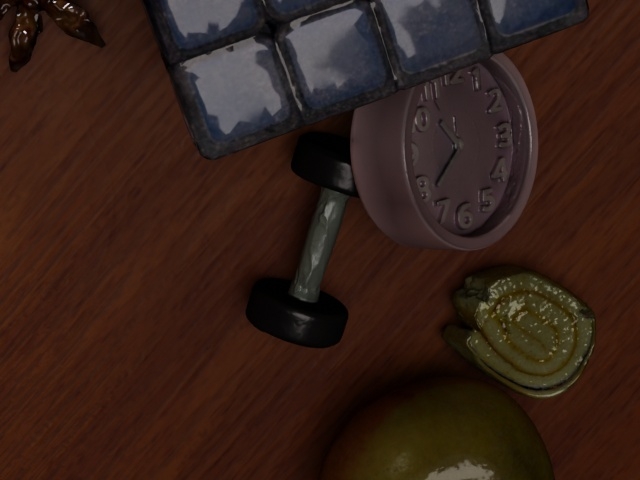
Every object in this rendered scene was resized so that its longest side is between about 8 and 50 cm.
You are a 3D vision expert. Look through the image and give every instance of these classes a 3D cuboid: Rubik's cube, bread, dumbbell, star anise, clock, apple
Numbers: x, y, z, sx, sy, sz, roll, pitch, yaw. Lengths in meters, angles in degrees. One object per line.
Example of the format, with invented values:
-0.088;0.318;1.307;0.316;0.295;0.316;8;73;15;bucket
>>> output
-0.016;-0.308;1.506;0.344;0.344;0.337;-20;110;-3;Rubik's cube
0.200;0.087;1.818;0.156;0.064;0.117;33;94;-17;bread
0.000;0.000;1.734;0.100;0.100;0.191;14;105;-15;dumbbell
-0.258;-0.231;1.637;0.168;0.057;0.168;-5;118;-10;star anise
0.118;-0.089;1.690;0.197;0.068;0.197;-2;93;-45;clock
0.114;0.262;1.788;0.261;0.194;0.260;-3;105;-10;apple
